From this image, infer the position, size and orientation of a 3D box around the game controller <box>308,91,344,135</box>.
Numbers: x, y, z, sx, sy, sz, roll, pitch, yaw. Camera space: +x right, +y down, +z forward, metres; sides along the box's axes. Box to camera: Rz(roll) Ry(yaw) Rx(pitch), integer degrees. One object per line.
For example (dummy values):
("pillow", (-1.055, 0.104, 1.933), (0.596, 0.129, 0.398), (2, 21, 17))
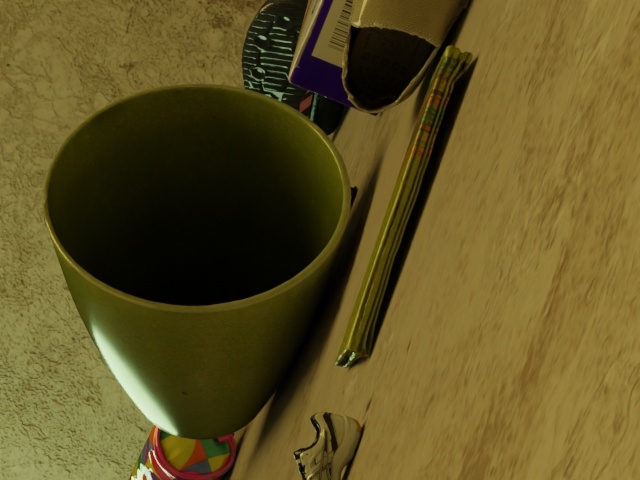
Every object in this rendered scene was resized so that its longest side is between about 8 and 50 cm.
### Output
("game controller", (0.038, -0.283, 2.462), (0.166, 0.067, 0.319), (118, 172, -55))

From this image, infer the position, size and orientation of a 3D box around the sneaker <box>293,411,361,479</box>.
("sneaker", (-0.003, 0.151, 1.231), (0.032, 0.037, 0.083), (135, 154, -74))

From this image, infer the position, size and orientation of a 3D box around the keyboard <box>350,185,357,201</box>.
("keyboard", (0.000, 0.000, 1.953), (0.100, 0.038, 0.192), (-46, 0, -9))

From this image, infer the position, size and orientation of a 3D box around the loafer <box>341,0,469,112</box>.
("loafer", (0.078, -0.206, 1.556), (0.092, 0.102, 0.268), (-76, -1, -46))

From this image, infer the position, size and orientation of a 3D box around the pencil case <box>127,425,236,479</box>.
("pencil case", (-0.160, 0.261, 2.149), (0.236, 0.104, 0.104), (121, 169, -63))

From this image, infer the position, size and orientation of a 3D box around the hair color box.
("hair color box", (0.054, -0.281, 2.041), (0.339, 0.110, 0.185), (-77, 9, -68))

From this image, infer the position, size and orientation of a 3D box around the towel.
("towel", (0.060, -0.022, 1.396), (0.102, 0.021, 0.237), (107, -178, -80))

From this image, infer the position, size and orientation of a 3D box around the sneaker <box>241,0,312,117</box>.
("sneaker", (-0.038, -0.235, 2.559), (0.319, 0.112, 0.131), (97, -167, -51))

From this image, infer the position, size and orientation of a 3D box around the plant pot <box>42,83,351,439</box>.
("plant pot", (-0.113, 0.051, 1.807), (0.293, 0.274, 0.275), (92, -168, -49))
